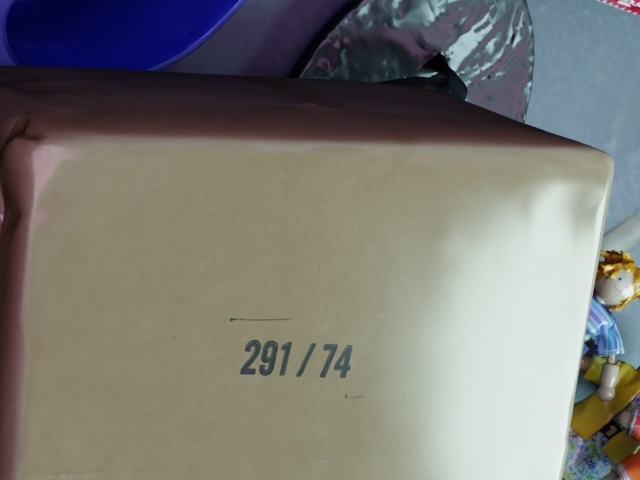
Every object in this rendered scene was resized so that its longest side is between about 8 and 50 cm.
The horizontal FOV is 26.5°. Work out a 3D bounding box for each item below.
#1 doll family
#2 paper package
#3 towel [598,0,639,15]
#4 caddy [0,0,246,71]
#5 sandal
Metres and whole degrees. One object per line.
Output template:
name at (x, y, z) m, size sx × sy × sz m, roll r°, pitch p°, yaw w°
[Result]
doll family at (0.193, 0.095, 1.007) m, size 0.163 × 0.118 × 0.263 m, roll -40°, pitch 97°, yaw -3°
paper package at (-0.039, 0.071, 0.721) m, size 0.325 × 0.168 × 0.309 m, roll -2°, pitch 107°, yaw -30°
towel at (0.209, -0.298, 0.905) m, size 0.199 × 0.031 × 0.274 m, roll 15°, pitch 90°, yaw -18°
caddy at (-0.098, -0.239, 0.711) m, size 0.341 × 0.179 × 0.241 m, roll -47°, pitch 134°, yaw -7°
sandal at (0.001, 0.003, 0.884) m, size 0.446 × 0.107 × 0.167 m, roll -49°, pitch 116°, yaw -6°
